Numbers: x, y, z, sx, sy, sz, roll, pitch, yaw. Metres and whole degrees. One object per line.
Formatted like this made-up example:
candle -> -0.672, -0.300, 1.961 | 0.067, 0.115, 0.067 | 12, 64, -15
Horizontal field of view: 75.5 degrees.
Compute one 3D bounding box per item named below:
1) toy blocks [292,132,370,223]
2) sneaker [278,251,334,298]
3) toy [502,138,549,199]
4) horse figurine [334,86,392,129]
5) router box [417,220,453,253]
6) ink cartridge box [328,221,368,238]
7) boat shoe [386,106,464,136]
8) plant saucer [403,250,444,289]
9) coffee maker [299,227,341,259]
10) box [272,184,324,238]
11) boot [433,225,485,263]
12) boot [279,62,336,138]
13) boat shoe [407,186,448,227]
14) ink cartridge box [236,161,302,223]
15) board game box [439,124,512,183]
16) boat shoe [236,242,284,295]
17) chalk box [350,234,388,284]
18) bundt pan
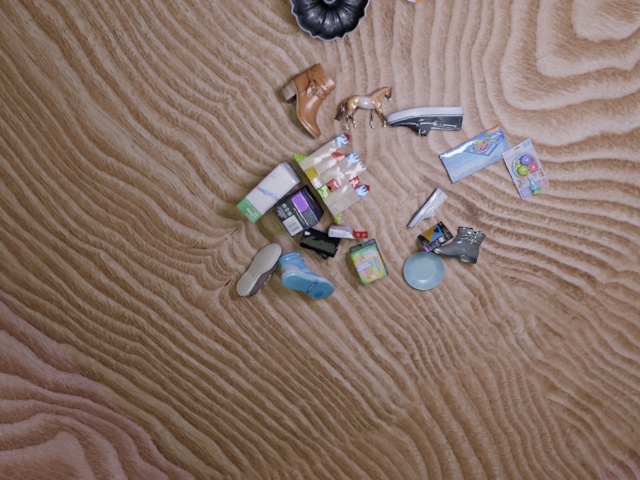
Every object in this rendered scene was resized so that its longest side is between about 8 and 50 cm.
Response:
toy blocks -> 0.086, -0.301, 1.881 | 0.261, 0.191, 0.381 | -34, 98, 1
sneaker -> -0.072, 0.156, 2.026 | 0.319, 0.208, 0.127 | 28, 117, -39
toy -> 0.919, -0.312, 1.826 | 0.137, 0.056, 0.237 | -30, 106, 3
horse figurine -> 0.192, -0.587, 1.841 | 0.264, 0.066, 0.174 | -1, 109, 4
router box -> 0.522, -0.017, 1.886 | 0.133, 0.179, 0.046 | -35, 100, 13
ink cartridge box -> 0.133, -0.048, 1.936 | 0.179, 0.145, 0.045 | 1, 105, 5
boat shoe -> 0.459, -0.513, 1.802 | 0.335, 0.121, 0.119 | -4, 99, 5
plant saucer -> 0.499, 0.141, 2.001 | 0.195, 0.037, 0.194 | 1, 103, 5
coffee maker -> 0.000, 0.000, 1.952 | 0.178, 0.171, 0.120 | 19, 66, -1
box -> -0.093, -0.138, 1.872 | 0.143, 0.270, 0.165 | -30, 99, 12
boot -> 0.638, 0.006, 1.945 | 0.247, 0.083, 0.161 | 13, 94, 1
boot -> -0.019, -0.621, 1.846 | 0.220, 0.109, 0.283 | -32, 91, 8
boat shoe -> 0.499, -0.136, 1.909 | 0.076, 0.083, 0.226 | 37, 104, -3
ink cartridge box -> -0.229, -0.224, 1.901 | 0.278, 0.201, 0.117 | -41, 97, 13
board game box -> 0.695, -0.386, 1.858 | 0.281, 0.027, 0.145 | -26, 101, 11
boat shoe -> -0.285, 0.151, 2.054 | 0.324, 0.097, 0.116 | -51, 53, 11
chalk box -> 0.220, 0.078, 1.966 | 0.132, 0.132, 0.213 | -22, 99, 10
bundt pan -> 0.040, -1.003, 1.703 | 0.331, 0.124, 0.330 | 3, 118, 5
